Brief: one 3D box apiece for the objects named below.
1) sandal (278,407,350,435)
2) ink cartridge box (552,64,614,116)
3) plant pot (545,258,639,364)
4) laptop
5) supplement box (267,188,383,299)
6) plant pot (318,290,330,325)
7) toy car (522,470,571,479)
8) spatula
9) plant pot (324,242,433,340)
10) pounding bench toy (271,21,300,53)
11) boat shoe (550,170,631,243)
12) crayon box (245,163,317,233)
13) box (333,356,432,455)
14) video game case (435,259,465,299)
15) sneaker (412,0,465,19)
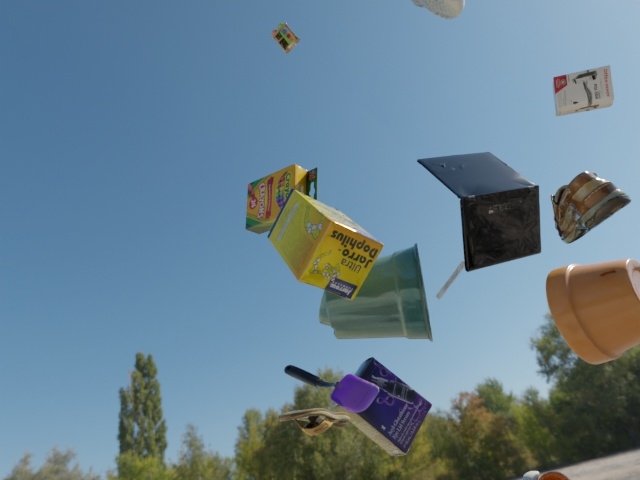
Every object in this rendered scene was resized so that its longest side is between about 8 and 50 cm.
[{"bbox_3d":[-0.005,0.377,0.910,0.180,0.049,0.072,26,-41,-37],"label":"sandal"},{"bbox_3d":[0.709,-0.404,1.199,0.135,0.099,0.056,-6,-8,25],"label":"ink cartridge box"},{"bbox_3d":[0.812,0.178,1.240,0.290,0.291,0.203,9,-31,-34],"label":"plant pot"},{"bbox_3d":[0.603,-0.129,1.677,0.381,0.408,0.236,-10,9,-24],"label":"laptop"},{"bbox_3d":[0.000,0.000,1.375,0.194,0.356,0.195,23,-79,-28],"label":"supplement box"},{"bbox_3d":[0.157,0.284,2.050,0.235,0.293,0.293,16,-25,16],"label":"plant pot"},{"bbox_3d":[0.558,0.645,1.054,0.159,0.182,0.136,7,-30,32],"label":"toy car"},{"bbox_3d":[0.007,0.348,1.083,0.296,0.084,0.030,-1,-55,47],"label":"spatula"},{"bbox_3d":[0.204,0.204,1.564,0.333,0.341,0.341,-10,-29,12],"label":"plant pot"},{"bbox_3d":[-0.093,-0.534,1.162,0.052,0.083,0.065,-42,-67,12],"label":"pounding bench toy"},{"bbox_3d":[0.610,-0.083,1.036,0.122,0.120,0.324,-37,-18,6],"label":"boat shoe"},{"bbox_3d":[-0.152,-0.161,1.696,0.318,0.202,0.081,-16,-25,37],"label":"crayon box"},{"bbox_3d":[0.164,0.443,1.185,0.153,0.207,0.108,-50,-6,-30],"label":"box"},{"bbox_3d":[0.541,0.168,1.841,0.183,0.023,0.201,-54,-18,3],"label":"video game case"},{"bbox_3d":[0.284,-0.610,1.064,0.095,0.235,0.090,-40,-45,13],"label":"sneaker"}]
